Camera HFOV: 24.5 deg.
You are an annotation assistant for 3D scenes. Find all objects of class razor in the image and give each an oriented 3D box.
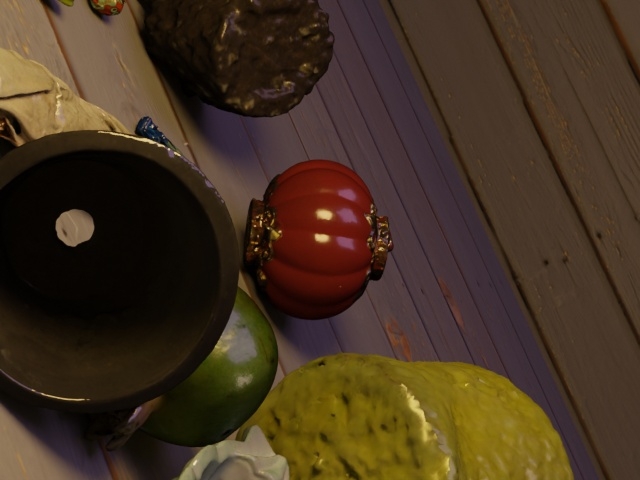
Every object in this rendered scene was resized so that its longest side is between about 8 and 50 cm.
[{"bbox_3d":[-0.184,-0.034,1.818,0.093,0.056,0.324,53,19,-36],"label":"razor"}]

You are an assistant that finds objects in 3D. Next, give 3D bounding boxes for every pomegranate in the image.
[{"bbox_3d":[-0.152,0.131,1.484,0.225,0.187,0.187,-34,97,-50],"label":"pomegranate"}]

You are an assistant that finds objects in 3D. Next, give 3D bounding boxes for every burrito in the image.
[{"bbox_3d":[-0.277,-0.115,1.613,0.392,0.076,0.117,35,33,-59],"label":"burrito"}]

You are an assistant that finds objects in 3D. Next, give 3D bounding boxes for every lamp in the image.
[{"bbox_3d":[0.000,0.000,2.041,0.227,0.227,0.227,54,18,-27],"label":"lamp"}]

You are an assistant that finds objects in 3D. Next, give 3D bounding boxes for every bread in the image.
[{"bbox_3d":[0.089,0.289,1.660,0.308,0.348,0.348,24,41,-58],"label":"bread"}]

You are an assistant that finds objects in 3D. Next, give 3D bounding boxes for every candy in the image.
[{"bbox_3d":[-0.324,-0.374,1.958,0.184,0.049,0.055,51,-13,-10],"label":"candy"}]

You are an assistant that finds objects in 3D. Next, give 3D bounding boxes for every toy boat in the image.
[{"bbox_3d":[-0.103,0.296,1.426,0.199,0.100,0.290,66,25,-14],"label":"toy boat"}]

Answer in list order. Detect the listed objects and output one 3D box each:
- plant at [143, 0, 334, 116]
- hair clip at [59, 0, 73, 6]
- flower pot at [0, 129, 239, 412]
[{"bbox_3d":[-0.147,-0.311,2.121,0.312,0.213,0.215,29,-12,42],"label":"plant"},{"bbox_3d":[-0.366,-0.354,1.794,0.188,0.033,0.060,49,19,-32],"label":"hair clip"},{"bbox_3d":[-0.218,0.009,1.370,0.269,0.269,0.166,56,-1,-22],"label":"flower pot"}]
